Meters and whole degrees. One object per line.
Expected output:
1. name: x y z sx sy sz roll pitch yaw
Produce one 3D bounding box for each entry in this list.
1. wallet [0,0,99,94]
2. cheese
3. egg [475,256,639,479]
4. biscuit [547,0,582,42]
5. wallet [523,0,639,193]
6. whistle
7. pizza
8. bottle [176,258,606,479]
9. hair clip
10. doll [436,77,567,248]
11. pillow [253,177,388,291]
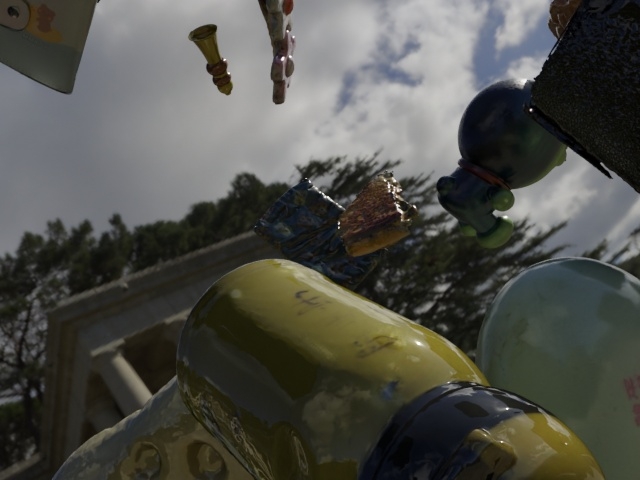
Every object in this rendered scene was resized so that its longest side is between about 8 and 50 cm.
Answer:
1. wallet: -0.451 -0.362 1.136 0.170 0.069 0.231 24 -49 -16
2. cheese: -0.179 0.265 0.914 0.129 0.350 0.329 -68 -12 -70
3. egg: 0.289 0.197 0.728 0.229 0.371 0.230 -19 4 2
4. biscuit: 0.574 -0.349 1.279 0.078 0.349 0.455 -50 -5 7
5. wallet: 0.375 -0.192 0.806 0.071 0.221 0.262 -16 -37 -37
6. whistle: -0.164 -0.270 1.059 0.046 0.057 0.109 -44 -38 -23
7. pizza: 0.104 -0.041 1.303 0.147 0.226 0.069 -33 -65 9
8. bottle: 0.037 0.138 0.502 0.171 0.351 0.172 -10 -70 -31
9. hair clip: -0.078 -0.384 1.298 0.075 0.146 0.257 -3 -58 6
10. doll: 0.326 -0.156 1.268 0.186 0.198 0.322 27 -85 -25
11. pillow: 0.000 -0.002 1.512 0.189 0.255 0.034 -45 -5 -26
